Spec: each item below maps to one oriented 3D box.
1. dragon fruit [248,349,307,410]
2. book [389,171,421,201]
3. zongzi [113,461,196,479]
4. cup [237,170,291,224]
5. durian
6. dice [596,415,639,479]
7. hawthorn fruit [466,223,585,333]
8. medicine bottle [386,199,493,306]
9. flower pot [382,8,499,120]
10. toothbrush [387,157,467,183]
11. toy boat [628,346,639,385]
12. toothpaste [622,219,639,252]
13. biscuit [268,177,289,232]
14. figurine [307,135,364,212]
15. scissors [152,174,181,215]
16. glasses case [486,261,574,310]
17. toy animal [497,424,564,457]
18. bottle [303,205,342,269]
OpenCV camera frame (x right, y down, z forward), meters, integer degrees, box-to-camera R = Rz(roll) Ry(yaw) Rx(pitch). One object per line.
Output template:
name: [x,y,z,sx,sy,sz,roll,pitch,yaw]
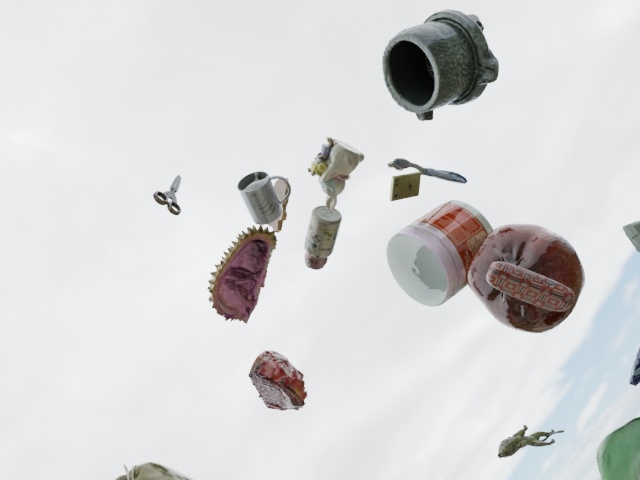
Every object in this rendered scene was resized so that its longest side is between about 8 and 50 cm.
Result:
dragon fruit: [-0.132,0.433,2.039,0.162,0.189,0.262,-17,-36,2]
book: [0.254,-0.162,1.943,0.110,0.014,0.077,-13,-61,-32]
zongzi: [-0.216,0.589,1.463,0.466,0.218,0.500,-21,-54,-15]
cup: [-0.158,-0.126,1.894,0.099,0.135,0.133,-77,-27,-48]
durian: [-0.267,0.096,2.061,0.191,0.112,0.342,11,-75,-31]
dice: [0.884,0.584,1.573,0.300,0.287,0.297,29,-55,-36]
hawthorn fruit: [0.533,0.086,1.682,0.295,0.295,0.311,-66,-10,25]
medicine bottle: [0.365,0.035,1.952,0.240,0.252,0.253,-31,-35,-29]
flower pot: [0.372,-0.515,1.906,0.282,0.299,0.299,-28,-36,-30]
toothbrush: [0.353,-0.215,2.051,0.413,0.035,0.042,6,-23,-45]
toy boat: [1.113,0.443,2.133,0.220,0.067,0.291,-40,-60,-9]
toothpaste: [1.083,-0.075,1.888,0.391,0.099,0.061,-23,-33,3]
biscuit: [-0.136,-0.118,2.122,0.027,0.133,0.184,3,-79,-27]
figurine: [0.036,-0.228,2.267,0.155,0.127,0.236,20,-72,-23]
scissors: [-0.409,-0.137,1.801,0.088,0.220,0.017,38,-70,-18]
glasses case: [0.469,0.101,1.460,0.073,0.194,0.049,101,-166,-54]
toy animal: [0.639,0.605,1.984,0.219,0.069,0.086,-15,-45,3]
bottle: [0.000,0.000,2.447,0.120,0.120,0.253,-22,-42,-41]
